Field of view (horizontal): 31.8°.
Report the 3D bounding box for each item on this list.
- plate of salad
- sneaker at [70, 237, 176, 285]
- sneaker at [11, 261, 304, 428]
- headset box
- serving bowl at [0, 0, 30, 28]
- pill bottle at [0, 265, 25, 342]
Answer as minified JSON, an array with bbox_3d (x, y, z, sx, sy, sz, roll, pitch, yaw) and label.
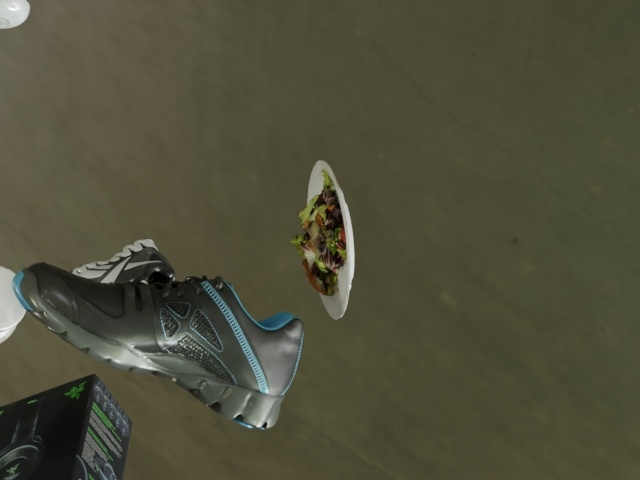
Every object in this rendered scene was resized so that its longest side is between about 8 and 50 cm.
[{"bbox_3d":[0.000,0.000,1.397,0.200,0.048,0.200,175,90,-77],"label":"plate of salad"},{"bbox_3d":[-0.319,0.078,1.741,0.106,0.234,0.078,35,135,27],"label":"sneaker"},{"bbox_3d":[-0.174,0.087,1.248,0.341,0.139,0.125,27,177,-27],"label":"sneaker"},{"bbox_3d":[-0.448,0.370,1.788,0.246,0.283,0.131,-20,123,14],"label":"headset box"},{"bbox_3d":[-0.433,-0.305,1.505,0.083,0.027,0.083,-1,166,0],"label":"serving bowl"},{"bbox_3d":[-0.560,0.113,1.780,0.136,0.136,0.246,50,142,-16],"label":"pill bottle"}]
